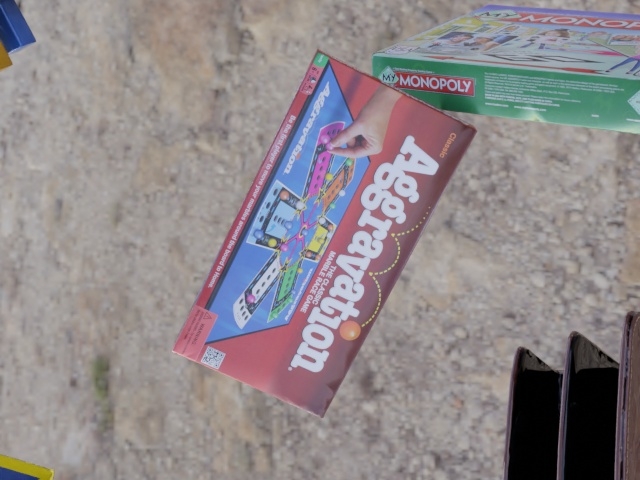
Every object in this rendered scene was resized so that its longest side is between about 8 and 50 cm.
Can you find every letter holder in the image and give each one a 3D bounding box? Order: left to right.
[{"bbox_3d":[0.231,0.231,0.966,0.152,0.214,0.302,-7,66,32],"label":"letter holder"}]

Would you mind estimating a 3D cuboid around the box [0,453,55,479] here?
[{"bbox_3d":[-0.236,0.200,0.780,0.169,0.059,0.054,132,153,-53],"label":"box"}]

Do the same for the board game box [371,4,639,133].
[{"bbox_3d":[0.232,-0.146,0.927,0.317,0.213,0.046,12,118,34],"label":"board game box"}]

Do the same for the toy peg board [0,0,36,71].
[{"bbox_3d":[-0.270,-0.105,0.738,0.161,0.160,0.079,-21,101,28],"label":"toy peg board"}]

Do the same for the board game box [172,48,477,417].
[{"bbox_3d":[0.000,0.000,0.927,0.281,0.145,0.027,-63,8,14],"label":"board game box"}]
